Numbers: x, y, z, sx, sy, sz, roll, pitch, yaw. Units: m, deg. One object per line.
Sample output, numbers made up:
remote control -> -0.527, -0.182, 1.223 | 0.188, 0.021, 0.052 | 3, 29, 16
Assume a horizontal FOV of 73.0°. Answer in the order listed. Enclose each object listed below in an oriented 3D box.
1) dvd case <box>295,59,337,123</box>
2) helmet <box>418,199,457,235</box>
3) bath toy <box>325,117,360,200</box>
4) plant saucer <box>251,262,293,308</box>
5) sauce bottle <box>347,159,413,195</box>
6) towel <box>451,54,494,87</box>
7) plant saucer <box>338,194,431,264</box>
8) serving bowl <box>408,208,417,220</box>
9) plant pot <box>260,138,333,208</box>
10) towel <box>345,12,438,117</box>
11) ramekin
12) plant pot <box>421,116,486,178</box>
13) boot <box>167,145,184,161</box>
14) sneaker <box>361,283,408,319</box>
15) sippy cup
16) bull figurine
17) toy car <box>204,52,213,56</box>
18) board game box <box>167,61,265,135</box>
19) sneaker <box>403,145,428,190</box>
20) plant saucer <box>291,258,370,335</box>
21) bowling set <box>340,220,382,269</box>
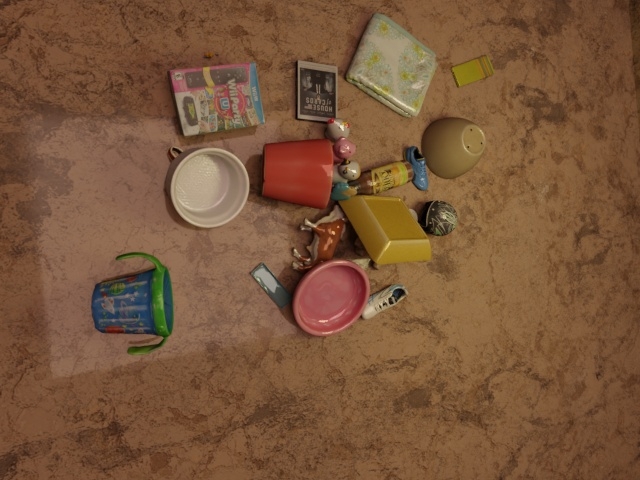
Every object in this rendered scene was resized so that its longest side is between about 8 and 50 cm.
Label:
dvd case -> -0.015, -0.608, 1.783 | 0.179, 0.029, 0.239 | 0, 88, -22
helmet -> 0.523, -0.098, 1.919 | 0.169, 0.161, 0.170 | 1, 89, -22
bath toy -> 0.076, -0.339, 1.705 | 0.151, 0.129, 0.349 | -8, 69, 16
plant saucer -> -0.190, 0.178, 1.702 | 0.067, 0.018, 0.192 | -42, 103, -17
sauce bottle -> 0.229, -0.249, 1.832 | 0.344, 0.111, 0.112 | -21, 97, -20
towel -> 0.739, -0.822, 2.099 | 0.237, 0.021, 0.102 | -25, 93, -20
plant saucer -> 0.279, -0.066, 1.728 | 0.332, 0.081, 0.333 | -2, 53, -38
serving bowl -> 0.393, -0.098, 1.939 | 0.083, 0.027, 0.084 | 0, 90, -22
plant pot -> -0.098, -0.258, 1.630 | 0.243, 0.275, 0.275 | 3, 88, -11
towel -> 0.323, -0.756, 1.891 | 0.374, 0.090, 0.321 | 25, 79, -20
ramekin -> -0.403, -0.195, 1.518 | 0.277, 0.135, 0.278 | -13, 115, -31
plant pot -> 0.629, -0.431, 1.954 | 0.283, 0.191, 0.284 | 0, 90, -22
boot -> -0.486, -0.273, 1.556 | 0.158, 0.084, 0.059 | 47, 72, -16
sneaker -> 0.271, 0.260, 1.852 | 0.237, 0.086, 0.085 | -31, 102, -18
sippy cup -> -0.617, 0.211, 1.431 | 0.223, 0.240, 0.306 | -4, 66, -12
bull figurine -> 0.000, 0.000, 1.724 | 0.188, 0.101, 0.311 | 14, 93, -15
toy car -> -0.429, -0.641, 1.621 | 0.040, 0.060, 0.122 | 4, 64, 20
board game box -> -0.375, -0.516, 1.574 | 0.303, 0.097, 0.224 | -16, 111, -22
sneaker -> 0.440, -0.321, 1.935 | 0.069, 0.082, 0.210 | -28, 101, -22
plant saucer -> 0.036, 0.217, 1.711 | 0.331, 0.084, 0.332 | -10, 116, -21
bowling set -> 0.226, -0.005, 1.785 | 0.287, 0.199, 0.154 | 38, 75, -21
